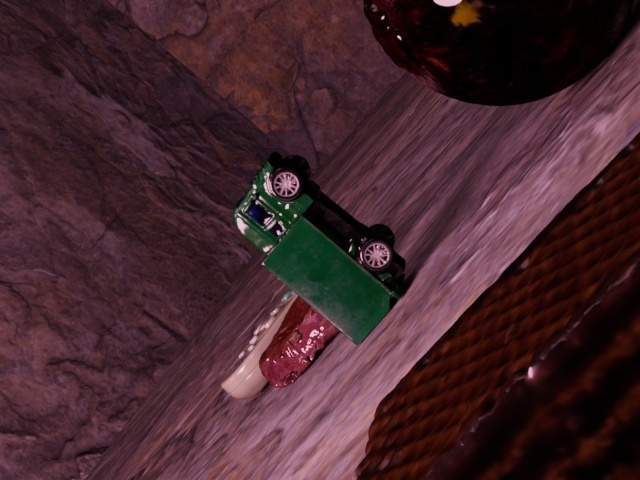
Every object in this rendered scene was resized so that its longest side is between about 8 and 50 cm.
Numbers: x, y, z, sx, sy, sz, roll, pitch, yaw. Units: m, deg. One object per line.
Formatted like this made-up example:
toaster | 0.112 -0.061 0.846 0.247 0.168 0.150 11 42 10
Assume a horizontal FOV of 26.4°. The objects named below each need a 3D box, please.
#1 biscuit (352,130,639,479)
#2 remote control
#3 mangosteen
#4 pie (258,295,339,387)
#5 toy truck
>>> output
biscuit | 0.153 -0.038 0.357 0.388 0.073 0.107 -49 6 19
remote control | -0.022 0.071 1.369 0.221 0.042 0.078 -51 3 -23
mangosteen | 0.153 -0.227 1.031 0.265 0.228 0.228 -37 3 -6
pie | -0.002 0.065 1.234 0.153 0.038 0.153 -51 6 7
toy truck | 0.000 0.000 1.057 0.079 0.147 0.065 -48 5 12
